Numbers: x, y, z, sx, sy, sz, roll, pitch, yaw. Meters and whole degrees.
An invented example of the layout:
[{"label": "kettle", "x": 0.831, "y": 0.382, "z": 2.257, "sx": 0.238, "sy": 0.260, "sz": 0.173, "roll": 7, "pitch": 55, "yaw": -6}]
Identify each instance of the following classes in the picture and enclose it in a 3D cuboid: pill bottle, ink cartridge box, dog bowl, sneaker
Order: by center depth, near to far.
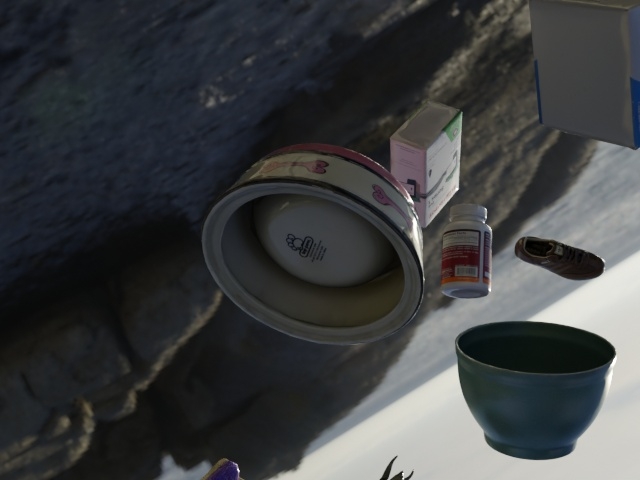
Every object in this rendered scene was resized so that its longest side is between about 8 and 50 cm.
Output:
[{"label": "ink cartridge box", "x": 0.405, "y": -0.241, "z": 1.293, "sx": 0.232, "sy": 0.171, "sz": 0.168, "roll": -22, "pitch": -154, "yaw": -25}, {"label": "pill bottle", "x": 0.252, "y": 0.018, "z": 1.801, "sx": 0.086, "sy": 0.152, "sz": 0.086, "roll": 4, "pitch": 163, "yaw": 1}, {"label": "dog bowl", "x": 0.000, "y": 0.000, "z": 1.879, "sx": 0.408, "sy": 0.408, "sz": 0.150, "roll": -42, "pitch": -160, "yaw": 45}, {"label": "sneaker", "x": 0.492, "y": 0.036, "z": 2.148, "sx": 0.188, "sy": 0.066, "sz": 0.071, "roll": 12, "pitch": 166, "yaw": 9}, {"label": "ink cartridge box", "x": 0.225, "y": -0.162, "z": 2.233, "sx": 0.160, "sy": 0.092, "sz": 0.219, "roll": -47, "pitch": 147, "yaw": -35}]

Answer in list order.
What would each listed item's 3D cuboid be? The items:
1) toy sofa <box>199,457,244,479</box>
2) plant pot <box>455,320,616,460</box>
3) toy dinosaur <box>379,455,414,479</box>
[{"label": "toy sofa", "x": -0.236, "y": 0.598, "z": 2.005, "sx": 0.362, "sy": 0.150, "sz": 0.177, "roll": -33, "pitch": 131, "yaw": -39}, {"label": "plant pot", "x": 0.396, "y": 0.287, "z": 1.950, "sx": 0.293, "sy": 0.196, "sz": 0.293, "roll": -1, "pitch": -166, "yaw": 0}, {"label": "toy dinosaur", "x": 0.004, "y": 0.474, "z": 1.792, "sx": 0.313, "sy": 0.121, "sz": 0.160, "roll": -10, "pitch": -161, "yaw": 21}]
